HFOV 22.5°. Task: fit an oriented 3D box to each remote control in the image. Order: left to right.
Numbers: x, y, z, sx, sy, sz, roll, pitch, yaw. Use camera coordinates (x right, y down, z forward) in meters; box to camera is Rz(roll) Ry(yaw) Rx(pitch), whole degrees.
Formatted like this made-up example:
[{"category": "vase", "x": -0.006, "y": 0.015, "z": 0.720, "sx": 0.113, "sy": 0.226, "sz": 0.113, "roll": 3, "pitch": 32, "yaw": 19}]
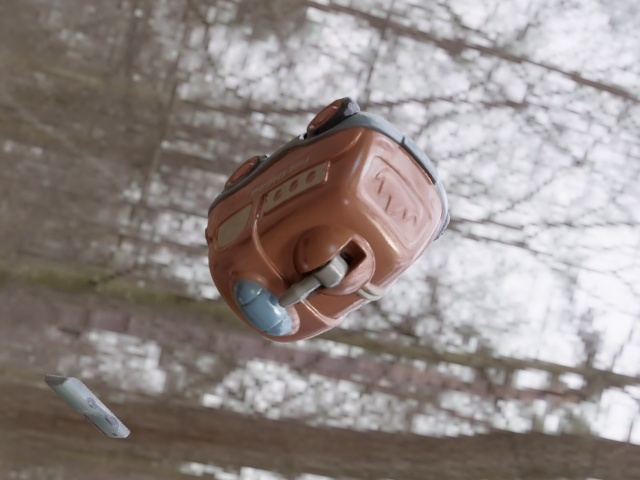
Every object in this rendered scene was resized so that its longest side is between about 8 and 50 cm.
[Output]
[{"category": "remote control", "x": -0.384, "y": 0.272, "z": 2.626, "sx": 0.065, "sy": 0.166, "sz": 0.029, "roll": 1, "pitch": -129, "yaw": 42}]

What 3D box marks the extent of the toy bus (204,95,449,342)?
[{"category": "toy bus", "x": 0.000, "y": 0.000, "z": 1.787, "sx": 0.288, "sy": 0.194, "sz": 0.232, "roll": -31, "pitch": -158, "yaw": 29}]
